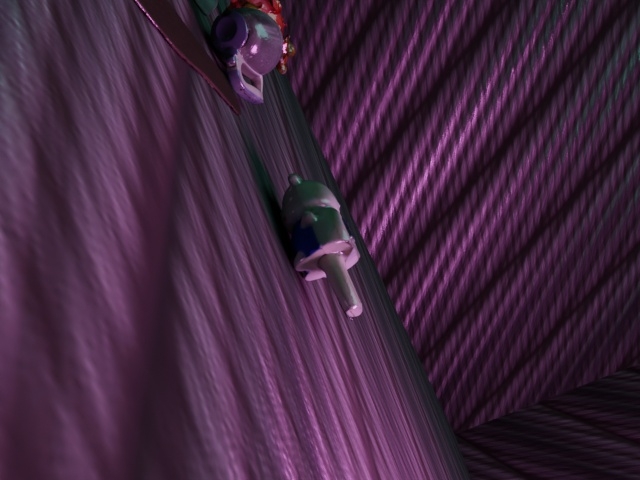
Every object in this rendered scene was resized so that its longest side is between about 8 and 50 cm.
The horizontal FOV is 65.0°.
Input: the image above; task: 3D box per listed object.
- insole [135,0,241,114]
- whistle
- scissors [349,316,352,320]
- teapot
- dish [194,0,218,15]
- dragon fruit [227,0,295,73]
[{"bbox_3d":[-0.172,-0.256,0.659,0.328,0.007,0.111,41,27,-73],"label":"insole"},{"bbox_3d":[0.000,0.000,0.717,0.110,0.092,0.244,56,11,-60],"label":"whistle"},{"bbox_3d":[0.037,0.100,0.950,0.039,0.012,0.113,-57,123,-81],"label":"scissors"},{"bbox_3d":[-0.136,-0.317,0.838,0.111,0.149,0.108,24,14,18],"label":"teapot"},{"bbox_3d":[-0.203,-0.482,0.883,0.141,0.078,0.141,63,8,-16],"label":"dish"},{"bbox_3d":[-0.131,-0.474,1.142,0.207,0.133,0.150,56,8,-35],"label":"dragon fruit"}]
